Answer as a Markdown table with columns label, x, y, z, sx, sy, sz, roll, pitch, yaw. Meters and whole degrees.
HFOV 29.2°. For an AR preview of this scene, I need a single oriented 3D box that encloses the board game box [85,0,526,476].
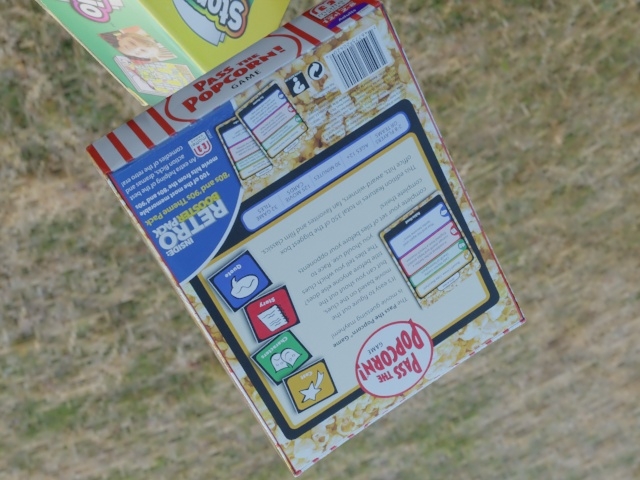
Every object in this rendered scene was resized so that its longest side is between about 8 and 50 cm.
| label | x | y | z | sx | sy | sz | roll | pitch | yaw |
| --- | --- | --- | --- | --- | --- | --- | --- | --- | --- |
| board game box | 0.000 | 0.000 | 0.595 | 0.147 | 0.045 | 0.193 | -32 | 119 | -8 |

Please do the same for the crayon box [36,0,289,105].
| label | x | y | z | sx | sy | sz | roll | pitch | yaw |
| --- | --- | --- | --- | --- | --- | --- | --- | --- | --- |
| crayon box | -0.121 | -0.313 | 0.803 | 0.106 | 0.313 | 0.363 | 9 | 157 | 34 |
